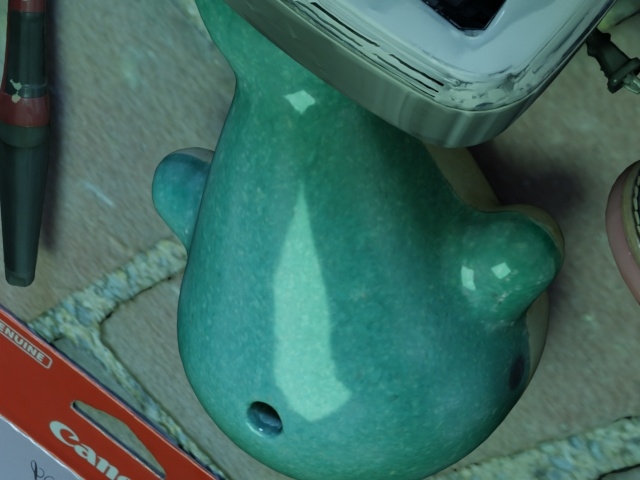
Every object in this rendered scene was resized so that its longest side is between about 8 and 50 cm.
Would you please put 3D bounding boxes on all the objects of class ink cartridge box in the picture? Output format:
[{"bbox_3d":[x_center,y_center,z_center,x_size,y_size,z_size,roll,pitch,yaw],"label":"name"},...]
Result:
[{"bbox_3d":[-0.175,0.190,1.101,0.275,0.060,0.239,38,143,3],"label":"ink cartridge box"}]

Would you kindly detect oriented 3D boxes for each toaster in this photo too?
[{"bbox_3d":[0.027,-0.119,0.547,0.227,0.129,0.146,40,-178,0],"label":"toaster"}]

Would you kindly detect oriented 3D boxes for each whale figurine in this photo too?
[{"bbox_3d":[0.000,0.000,0.710,0.216,0.141,0.272,13,134,30],"label":"whale figurine"}]

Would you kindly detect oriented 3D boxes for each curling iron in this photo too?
[{"bbox_3d":[-0.170,-0.078,0.856,0.068,0.035,0.274,26,139,23],"label":"curling iron"}]

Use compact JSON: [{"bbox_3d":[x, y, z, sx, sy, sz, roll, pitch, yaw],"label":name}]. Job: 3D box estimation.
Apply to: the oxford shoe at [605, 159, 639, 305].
[{"bbox_3d":[0.271,0.049,0.573,0.348,0.123,0.130,30,136,-4],"label":"oxford shoe"}]
